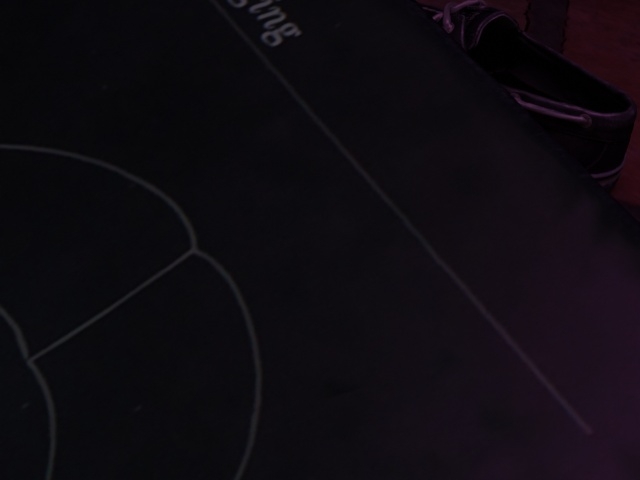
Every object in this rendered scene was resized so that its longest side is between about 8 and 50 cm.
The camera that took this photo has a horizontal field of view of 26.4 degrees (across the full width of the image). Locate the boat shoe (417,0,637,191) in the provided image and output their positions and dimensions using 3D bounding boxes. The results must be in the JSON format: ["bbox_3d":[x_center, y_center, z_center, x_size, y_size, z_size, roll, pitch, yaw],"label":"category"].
[{"bbox_3d":[0.120,-0.147,1.108,0.301,0.102,0.108,37,51,25],"label":"boat shoe"}]

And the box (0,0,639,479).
[{"bbox_3d":[-0.160,0.087,0.529,0.472,0.297,0.480,-34,57,-7],"label":"box"}]
